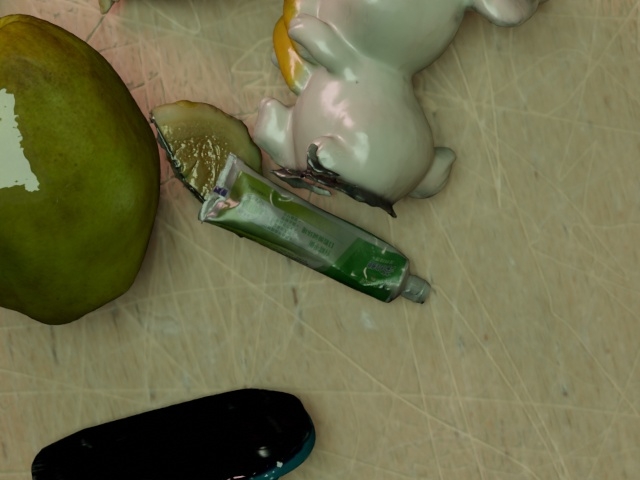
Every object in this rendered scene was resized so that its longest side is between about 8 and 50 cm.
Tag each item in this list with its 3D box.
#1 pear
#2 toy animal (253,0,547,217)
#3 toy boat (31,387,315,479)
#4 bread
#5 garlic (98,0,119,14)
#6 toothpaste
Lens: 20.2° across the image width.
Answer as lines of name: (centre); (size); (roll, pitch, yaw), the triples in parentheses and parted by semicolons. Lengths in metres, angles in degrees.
pear: (-0.294, -0.072, 1.792); (0.269, 0.269, 0.321); (-18, 108, 7)
toy animal: (0.070, -0.184, 1.785); (0.247, 0.183, 0.310); (24, 86, 4)
toy boat: (-0.144, 0.245, 1.841); (0.298, 0.134, 0.092); (-13, 123, 6)
bread: (-0.112, -0.087, 1.849); (0.157, 0.083, 0.094); (40, 92, -6)
garlic: (-0.120, -0.321, 1.819); (0.266, 0.128, 0.148); (8, 126, 41)
toothpaste: (0.000, 0.000, 1.820); (0.248, 0.047, 0.078); (27, 88, -10)
